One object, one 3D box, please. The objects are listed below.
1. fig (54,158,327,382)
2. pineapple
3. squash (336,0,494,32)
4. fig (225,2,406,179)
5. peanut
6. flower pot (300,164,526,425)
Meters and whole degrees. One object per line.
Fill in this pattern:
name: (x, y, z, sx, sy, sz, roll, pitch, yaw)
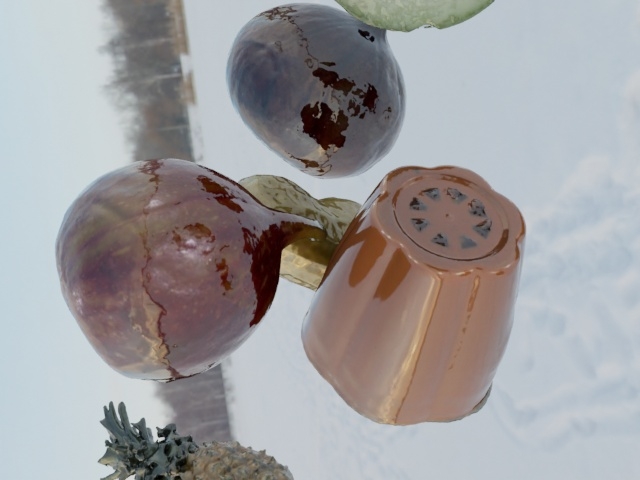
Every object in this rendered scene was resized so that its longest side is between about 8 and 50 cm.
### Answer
fig: (-0.087, 0.011, 0.640, 0.175, 0.207, 0.175, 158, 90, -83)
pineapple: (-0.213, 0.355, 1.314, 0.169, 0.340, 0.169, -61, -13, -24)
squash: (0.087, -0.296, 0.756, 0.041, 0.219, 0.219, -94, -2, -75)
fig: (0.001, -0.191, 1.047, 0.214, 0.235, 0.235, -37, 56, 44)
peanut: (0.000, 0.000, 0.879, 0.095, 0.225, 0.108, -31, 46, 45)
flower pot: (0.086, 0.037, 0.729, 0.173, 0.190, 0.191, 102, 160, -47)
